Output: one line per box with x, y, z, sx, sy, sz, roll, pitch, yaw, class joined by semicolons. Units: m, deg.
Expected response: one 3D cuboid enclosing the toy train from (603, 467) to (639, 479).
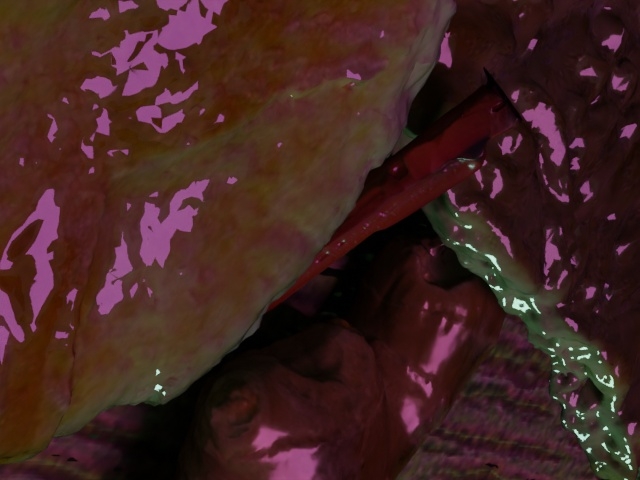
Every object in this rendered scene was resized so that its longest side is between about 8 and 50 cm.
0.233;0.126;1.087;0.148;0.038;0.071;-10;129;-49;toy train

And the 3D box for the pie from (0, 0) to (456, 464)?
-0.067;-0.056;0.492;0.306;0.071;0.306;-29;138;-30;pie

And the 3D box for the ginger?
-0.034;0.127;0.705;0.334;0.081;0.148;-57;164;6;ginger

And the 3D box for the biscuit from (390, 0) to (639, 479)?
0.118;-0.039;0.722;0.273;0.036;0.187;50;61;-40;biscuit

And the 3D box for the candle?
0.001;0.001;0.620;0.167;0.021;0.026;-37;128;15;candle
